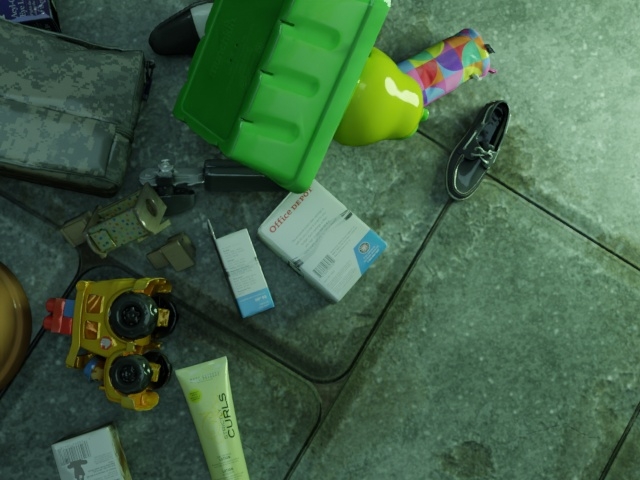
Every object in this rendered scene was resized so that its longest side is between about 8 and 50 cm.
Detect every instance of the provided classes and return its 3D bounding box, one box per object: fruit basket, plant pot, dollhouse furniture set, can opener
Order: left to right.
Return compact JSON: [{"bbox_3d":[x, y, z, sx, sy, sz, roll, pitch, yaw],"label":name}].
[{"bbox_3d":[-0.634,0.141,1.483,0.291,0.203,0.290,1,84,-6],"label":"plant pot"},{"bbox_3d":[-0.335,0.020,1.573,0.182,0.101,0.161,-24,118,18],"label":"dollhouse furniture set"},{"bbox_3d":[-0.187,-0.103,1.641,0.280,0.074,0.093,-4,118,-6],"label":"can opener"},{"bbox_3d":[-0.008,-0.273,1.530,0.392,0.392,0.283,-45,54,-10],"label":"fruit basket"}]

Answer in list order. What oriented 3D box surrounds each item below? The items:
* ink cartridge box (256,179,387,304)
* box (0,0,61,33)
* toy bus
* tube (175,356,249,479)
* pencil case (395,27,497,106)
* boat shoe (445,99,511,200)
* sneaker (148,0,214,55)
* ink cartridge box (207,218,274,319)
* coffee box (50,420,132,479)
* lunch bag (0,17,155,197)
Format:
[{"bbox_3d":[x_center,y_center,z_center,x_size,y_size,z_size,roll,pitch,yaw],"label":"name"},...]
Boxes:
[{"bbox_3d":[0.000,0.000,1.635,0.191,0.082,0.139,42,80,1],"label":"ink cartridge box"},{"bbox_3d":[-0.574,-0.425,1.606,0.207,0.108,0.153,-12,85,-8],"label":"box"},{"bbox_3d":[-0.363,0.167,1.550,0.211,0.149,0.220,4,85,7],"label":"toy bus"},{"bbox_3d":[-0.179,0.328,1.588,0.070,0.062,0.240,-5,75,-48],"label":"tube"},{"bbox_3d":[0.203,-0.303,1.690,0.236,0.104,0.104,-27,87,-8],"label":"pencil case"},{"bbox_3d":[0.293,-0.171,1.698,0.075,0.065,0.206,28,81,-3],"label":"boat shoe"},{"bbox_3d":[-0.136,-0.356,1.642,0.331,0.122,0.146,-14,83,-8],"label":"sneaker"},{"bbox_3d":[-0.140,0.043,1.601,0.060,0.104,0.180,-19,86,-8],"label":"ink cartridge box"},{"bbox_3d":[-0.355,0.434,1.512,0.098,0.141,0.246,-17,86,-9],"label":"coffee box"},{"bbox_3d":[-0.446,-0.224,1.529,0.305,0.212,0.256,12,85,-15],"label":"lunch bag"}]
